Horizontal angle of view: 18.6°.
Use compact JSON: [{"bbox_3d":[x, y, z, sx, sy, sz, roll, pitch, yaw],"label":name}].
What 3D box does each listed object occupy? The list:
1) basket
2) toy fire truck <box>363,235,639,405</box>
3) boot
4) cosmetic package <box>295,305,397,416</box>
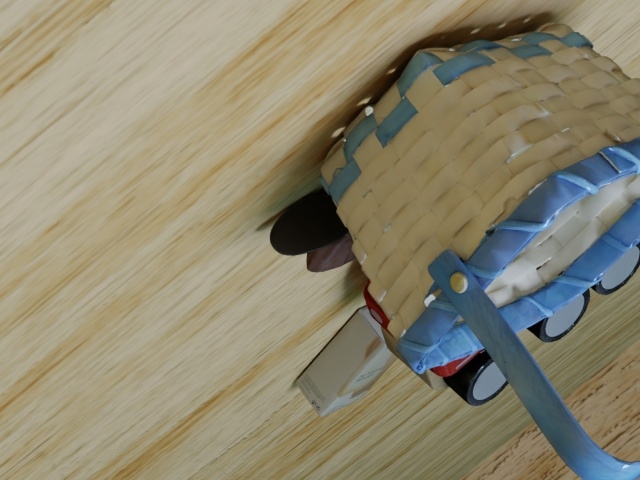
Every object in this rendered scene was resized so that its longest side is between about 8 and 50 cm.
[{"bbox_3d":[0.162,0.010,1.240,0.254,0.289,0.201,-13,146,-49],"label":"basket"},{"bbox_3d":[0.145,-0.009,1.481,0.217,0.158,0.246,-39,146,-14],"label":"toy fire truck"},{"bbox_3d":[0.000,0.000,1.348,0.106,0.037,0.114,-28,167,-23],"label":"boot"},{"bbox_3d":[0.034,0.099,1.694,0.060,0.041,0.115,-21,158,-45],"label":"cosmetic package"}]
